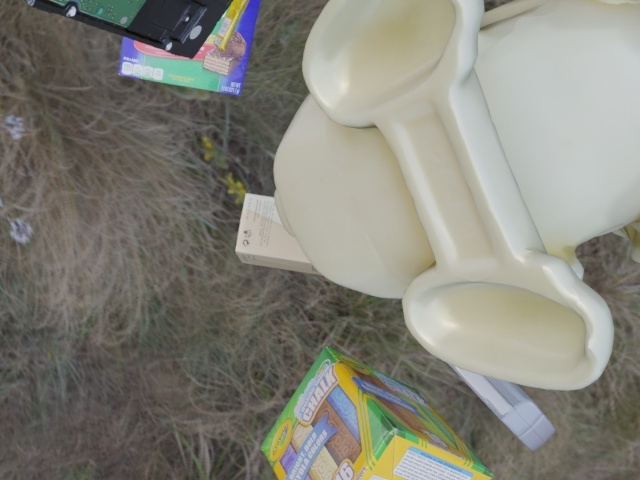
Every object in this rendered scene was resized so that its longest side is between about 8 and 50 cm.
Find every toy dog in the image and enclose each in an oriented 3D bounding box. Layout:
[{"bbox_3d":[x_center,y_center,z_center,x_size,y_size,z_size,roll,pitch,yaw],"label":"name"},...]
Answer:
[{"bbox_3d":[0.192,-0.088,0.644,0.408,0.395,0.284,-27,89,-30],"label":"toy dog"}]

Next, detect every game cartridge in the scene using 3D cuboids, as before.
[{"bbox_3d":[0.262,0.222,1.151,0.062,0.198,0.297,-47,151,0],"label":"game cartridge"}]

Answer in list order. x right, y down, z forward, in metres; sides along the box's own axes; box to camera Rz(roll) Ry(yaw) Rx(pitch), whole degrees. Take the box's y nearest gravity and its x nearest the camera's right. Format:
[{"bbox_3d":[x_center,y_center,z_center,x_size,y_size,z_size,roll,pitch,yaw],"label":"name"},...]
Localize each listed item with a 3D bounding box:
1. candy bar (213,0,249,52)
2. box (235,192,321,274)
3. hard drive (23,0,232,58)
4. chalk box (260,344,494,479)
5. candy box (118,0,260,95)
[{"bbox_3d":[-0.159,-0.432,1.453,0.018,0.040,0.161,11,112,-51],"label":"candy bar"},{"bbox_3d":[0.000,0.000,1.519,0.311,0.148,0.121,9,80,3],"label":"box"},{"bbox_3d":[-0.142,-0.296,0.686,0.064,0.339,0.237,40,105,9],"label":"hard drive"},{"bbox_3d":[0.040,0.202,0.759,0.132,0.213,0.132,29,97,-28],"label":"chalk box"},{"bbox_3d":[-0.268,-0.489,1.613,0.268,0.122,0.317,6,117,-18],"label":"candy box"}]
